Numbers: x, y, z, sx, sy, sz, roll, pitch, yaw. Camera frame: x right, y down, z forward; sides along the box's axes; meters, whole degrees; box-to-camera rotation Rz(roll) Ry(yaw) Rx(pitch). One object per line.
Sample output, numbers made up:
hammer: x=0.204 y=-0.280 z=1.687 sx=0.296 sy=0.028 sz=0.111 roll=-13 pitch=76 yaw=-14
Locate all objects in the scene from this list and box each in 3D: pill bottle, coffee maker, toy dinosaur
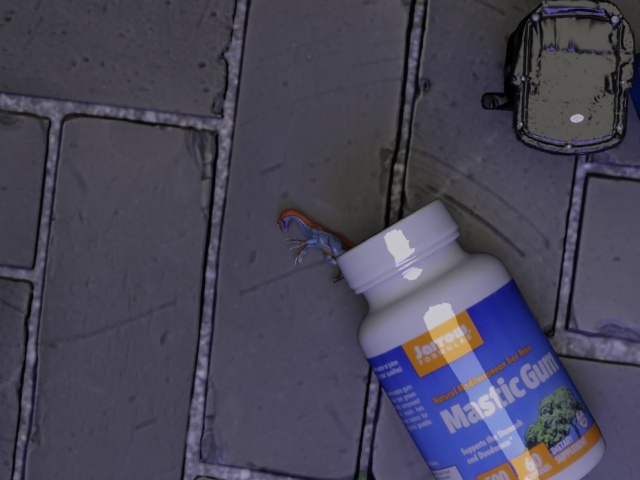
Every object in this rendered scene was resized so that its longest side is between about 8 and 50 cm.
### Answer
pill bottle: x=0.127 y=0.105 z=1.400 sx=0.152 sy=0.152 sz=0.272 roll=-30 pitch=90 yaw=6
coffee maker: x=0.222 y=-0.159 z=1.364 sx=0.120 sy=0.178 sz=0.171 roll=26 pitch=97 yaw=2
toy dinosaur: x=0.000 y=0.000 z=1.475 sx=0.090 sy=0.047 sz=0.082 roll=-26 pitch=80 yaw=-27

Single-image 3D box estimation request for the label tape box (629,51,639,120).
label tape box: x=0.442 y=-0.173 z=1.307 sx=0.348 sy=0.249 sz=0.115 roll=-24 pitch=90 yaw=6
